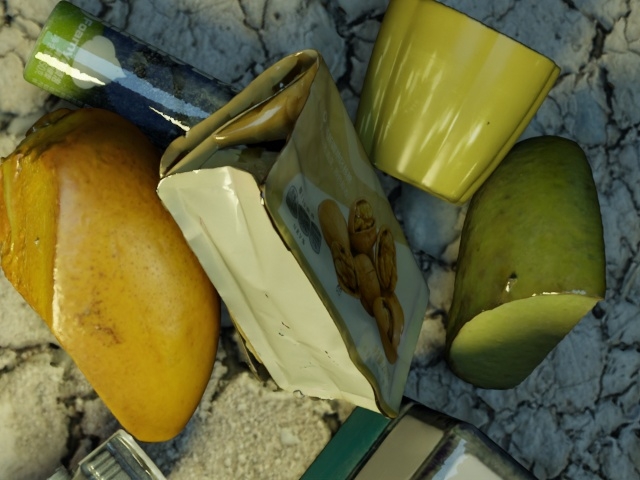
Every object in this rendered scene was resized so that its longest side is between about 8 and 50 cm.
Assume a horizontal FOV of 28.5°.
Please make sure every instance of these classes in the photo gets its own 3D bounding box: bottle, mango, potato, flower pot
[{"bbox_3d":[-0.138,-0.132,1.305,0.330,0.093,0.093,26,85,-11],"label":"bottle"},{"bbox_3d":[-0.204,0.041,1.248,0.199,0.201,0.350,-20,102,13],"label":"mango"},{"bbox_3d":[0.203,-0.003,1.351,0.112,0.269,0.255,13,60,-10],"label":"potato"},{"bbox_3d":[0.128,-0.142,1.319,0.195,0.195,0.179,25,96,-10],"label":"flower pot"}]

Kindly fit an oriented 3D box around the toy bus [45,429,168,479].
[{"bbox_3d":[-0.300,0.320,1.208,0.342,0.138,0.097,-39,88,-26],"label":"toy bus"}]

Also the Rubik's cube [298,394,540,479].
[{"bbox_3d":[0.112,0.367,1.241,0.313,0.318,0.316,41,84,-10],"label":"Rubik's cube"}]

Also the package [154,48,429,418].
[{"bbox_3d":[-0.031,0.007,1.237,0.165,0.221,0.311,-8,131,25],"label":"package"}]
